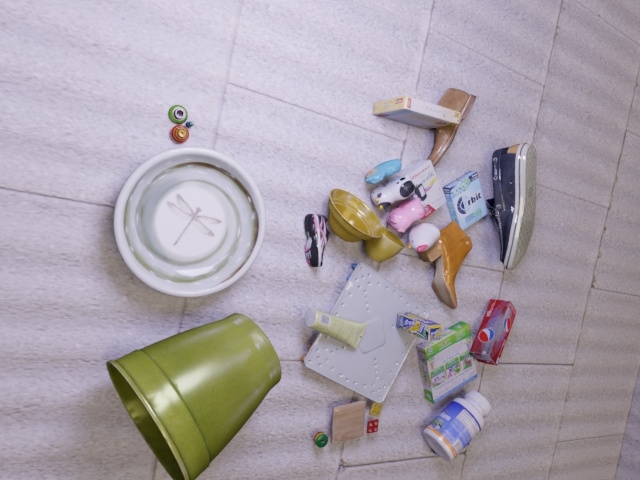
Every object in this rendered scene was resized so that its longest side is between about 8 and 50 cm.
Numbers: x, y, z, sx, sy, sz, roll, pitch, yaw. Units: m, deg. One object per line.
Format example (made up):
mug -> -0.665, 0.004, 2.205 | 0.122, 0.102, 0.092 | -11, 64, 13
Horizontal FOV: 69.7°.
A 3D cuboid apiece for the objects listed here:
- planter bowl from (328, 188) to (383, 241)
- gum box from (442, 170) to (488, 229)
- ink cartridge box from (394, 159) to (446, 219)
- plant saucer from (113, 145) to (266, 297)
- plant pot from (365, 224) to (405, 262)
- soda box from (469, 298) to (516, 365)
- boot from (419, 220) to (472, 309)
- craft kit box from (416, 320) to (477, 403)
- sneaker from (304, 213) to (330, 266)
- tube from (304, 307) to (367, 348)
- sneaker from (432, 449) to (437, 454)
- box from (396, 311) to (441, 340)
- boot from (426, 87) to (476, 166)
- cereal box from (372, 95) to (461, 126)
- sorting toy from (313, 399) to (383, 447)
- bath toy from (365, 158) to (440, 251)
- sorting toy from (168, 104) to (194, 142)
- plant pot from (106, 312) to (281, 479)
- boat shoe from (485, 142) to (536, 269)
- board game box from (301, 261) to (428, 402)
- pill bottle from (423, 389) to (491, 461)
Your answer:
planter bowl -> 0.091, -0.060, 1.474 | 0.217, 0.217, 0.090 | 24, 122, -30
gum box -> 0.563, -0.154, 1.778 | 0.156, 0.041, 0.185 | -29, 110, -23
ink cartridge box -> 0.357, -0.183, 1.640 | 0.127, 0.072, 0.175 | -36, 114, -19
plant saucer -> -0.349, -0.050, 1.249 | 0.400, 0.100, 0.401 | -4, 99, -29
plant pot -> 0.206, 0.017, 1.567 | 0.134, 0.134, 0.095 | 27, 109, -30
soda box -> 0.709, 0.371, 1.879 | 0.083, 0.092, 0.263 | 48, 62, -29
boot -> 0.511, 0.093, 1.751 | 0.211, 0.104, 0.295 | -35, 108, -20
craft kit box -> 0.509, 0.485, 1.837 | 0.249, 0.061, 0.247 | -19, 109, -26
sneaker -> 0.000, 0.000, 1.473 | 0.077, 0.072, 0.179 | -11, 109, -38
tube -> 0.053, 0.284, 1.495 | 0.240, 0.062, 0.070 | 26, 128, -35
sneaker -> 0.557, 0.826, 1.900 | 0.209, 0.082, 0.069 | -22, 109, -23
box -> 0.338, 0.296, 1.588 | 0.059, 0.168, 0.054 | 0, 97, -29
boot -> 0.439, -0.404, 1.659 | 0.115, 0.112, 0.306 | 27, 88, 1
cereal box -> 0.318, -0.422, 1.526 | 0.240, 0.173, 0.048 | 6, 94, -31
sorting toy -> 0.098, 0.635, 1.632 | 0.274, 0.046, 0.133 | -1, 98, -29
bath toy -> 0.280, -0.096, 1.562 | 0.348, 0.151, 0.129 | 55, 36, -18
sorting toy -> -0.370, -0.313, 1.231 | 0.061, 0.042, 0.102 | -7, 101, -28
plant pot -> -0.305, 0.378, 1.221 | 0.352, 0.366, 0.367 | -31, 112, -34
boat shoe -> 0.748, -0.131, 1.819 | 0.186, 0.155, 0.501 | -19, 110, -45
board game box -> 0.167, 0.329, 1.624 | 0.389, 0.050, 0.390 | 35, 80, -29
pill bottle -> 0.555, 0.733, 1.843 | 0.272, 0.152, 0.152 | -36, 113, -21
